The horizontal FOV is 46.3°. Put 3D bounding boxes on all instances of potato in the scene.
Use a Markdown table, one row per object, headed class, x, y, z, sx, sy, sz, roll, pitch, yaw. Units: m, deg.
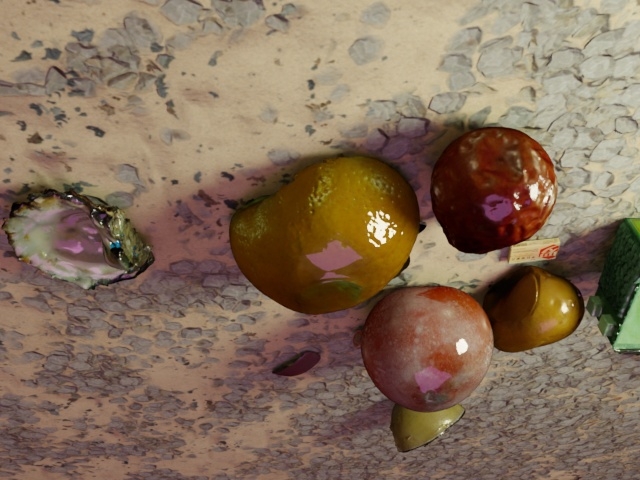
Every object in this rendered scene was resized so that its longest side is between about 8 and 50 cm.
| class | x | y | z | sx | sy | sz | roll | pitch | yaw |
| --- | --- | --- | --- | --- | --- | --- | --- | --- | --- |
| potato | 0.259 | 0.449 | 1.948 | 0.202 | 0.117 | 0.182 | -33 | 177 | 34 |

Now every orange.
| class | x | y | z | sx | sy | sz | roll | pitch | yaw |
| --- | --- | --- | --- | --- | --- | --- | --- | --- | --- |
| orange | 0.000 | 0.007 | 1.245 | 0.334 | 0.196 | 0.262 | -22 | 129 | 34 |

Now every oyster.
| class | x | y | z | sx | sy | sz | roll | pitch | yaw |
| --- | --- | --- | --- | --- | --- | --- | --- | --- | --- |
| oyster | -0.393 | 0.000 | 1.247 | 0.259 | 0.092 | 0.198 | 29 | 134 | -27 |

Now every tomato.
| class | x | y | z | sx | sy | sz | roll | pitch | yaw |
| --- | --- | --- | --- | --- | --- | --- | --- | --- | --- |
| tomato | 0.217 | 0.226 | 1.514 | 0.270 | 0.227 | 0.270 | -4 | 134 | -4 |

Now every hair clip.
| class | x | y | z | sx | sy | sz | roll | pitch | yaw |
| --- | --- | --- | --- | --- | --- | --- | --- | --- | --- |
| hair clip | -0.058 | 0.299 | 1.770 | 0.054 | 0.022 | 0.137 | 23 | 137 | -38 |

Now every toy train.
| class | x | y | z | sx | sy | sz | roll | pitch | yaw |
| --- | --- | --- | --- | --- | --- | --- | --- | --- | --- |
| toy train | 0.624 | 0.081 | 1.387 | 0.188 | 0.159 | 0.272 | 2 | 125 | -5 |

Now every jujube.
| class | x | y | z | sx | sy | sz | roll | pitch | yaw |
| --- | --- | --- | --- | --- | --- | --- | --- | --- | --- |
| jujube | 0.261 | -0.067 | 1.168 | 0.190 | 0.190 | 0.255 | -2 | 162 | -3 |

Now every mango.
| class | x | y | z | sx | sy | sz | roll | pitch | yaw |
| --- | --- | --- | --- | --- | --- | --- | --- | --- | --- |
| mango | 0.432 | 0.155 | 1.524 | 0.166 | 0.136 | 0.236 | 13 | 148 | -30 |

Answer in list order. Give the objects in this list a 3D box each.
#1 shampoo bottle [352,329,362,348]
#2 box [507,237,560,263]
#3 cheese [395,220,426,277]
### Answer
| class | x | y | z | sx | sy | sz | roll | pitch | yaw |
| --- | --- | --- | --- | --- | --- | --- | --- | --- | --- |
| shampoo bottle | 0.174 | 0.243 | 1.691 | 0.220 | 0.051 | 0.108 | 17 | 140 | -28 |
| box | 0.406 | 0.020 | 1.428 | 0.093 | 0.015 | 0.058 | -6 | 147 | 3 |
| cheese | 0.139 | 0.014 | 1.369 | 0.086 | 0.036 | 0.162 | 16 | 140 | -23 |
